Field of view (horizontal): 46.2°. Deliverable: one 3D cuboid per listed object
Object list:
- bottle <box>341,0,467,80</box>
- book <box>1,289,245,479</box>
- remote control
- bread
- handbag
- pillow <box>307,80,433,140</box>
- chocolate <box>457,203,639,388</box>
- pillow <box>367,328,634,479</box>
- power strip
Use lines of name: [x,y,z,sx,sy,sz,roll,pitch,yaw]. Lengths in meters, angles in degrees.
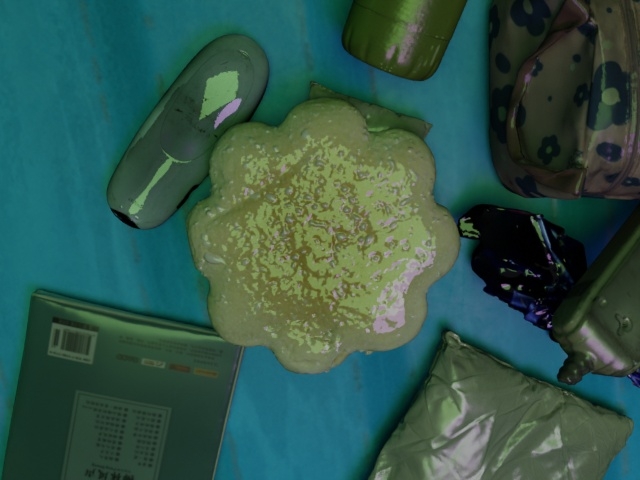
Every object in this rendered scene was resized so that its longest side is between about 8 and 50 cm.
bottle: [0.113,-0.299,0.757,0.112,0.112,0.260,20,111,-6]
book: [-0.258,0.266,0.934,0.264,0.031,0.379,14,102,-4]
remote control: [-0.149,-0.118,0.843,0.097,0.045,0.256,35,102,-9]
bread: [0.000,0.000,0.824,0.316,0.054,0.316,1,99,4]
handbag: [0.282,-0.157,0.772,0.190,0.193,0.251,-6,104,-5]
pillow: [0.026,-0.051,0.862,0.148,0.050,0.229,15,99,-10]
chocolate: [0.301,0.074,0.869,0.343,0.126,0.148,29,140,-5]
pillow: [0.213,0.288,0.931,0.281,0.076,0.274,26,99,-8]
power strip: [0.362,0.010,0.801,0.092,0.066,0.387,45,69,-1]
